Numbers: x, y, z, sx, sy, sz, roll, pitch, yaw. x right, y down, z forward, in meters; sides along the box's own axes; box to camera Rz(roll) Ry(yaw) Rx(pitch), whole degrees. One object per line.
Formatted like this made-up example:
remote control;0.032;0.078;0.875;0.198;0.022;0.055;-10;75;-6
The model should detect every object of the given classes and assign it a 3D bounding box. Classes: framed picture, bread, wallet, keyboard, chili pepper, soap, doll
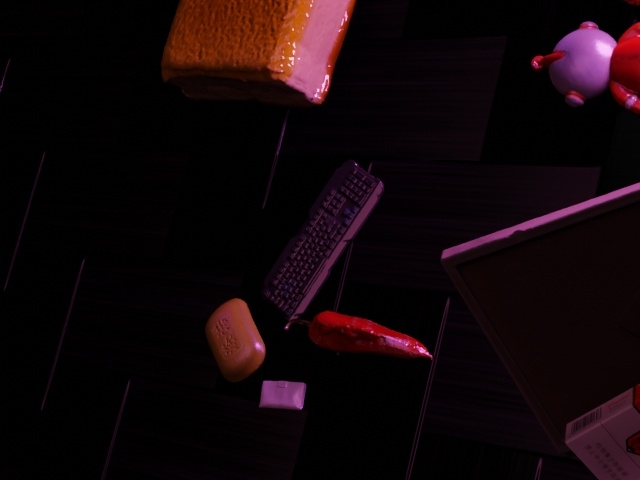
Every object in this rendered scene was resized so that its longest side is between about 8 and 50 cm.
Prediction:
framed picture;0.403;0.076;1.589;0.446;0.326;0.028;-20;24;31
bread;-0.094;-0.391;2.261;0.324;0.143;0.333;12;81;42
wallet;-0.059;0.236;2.072;0.083;0.011;0.044;-1;72;39
keyboard;0.000;0.000;2.114;0.106;0.016;0.262;40;99;41
chili pepper;0.049;0.140;1.998;0.268;0.050;0.059;11;64;40
soap;-0.136;0.157;2.143;0.089;0.045;0.140;-39;53;16
doll;0.400;-0.238;1.848;0.245;0.076;0.142;4;74;36

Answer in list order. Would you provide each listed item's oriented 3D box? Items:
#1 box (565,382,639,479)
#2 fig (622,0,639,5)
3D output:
box;0.387;0.233;1.646;0.152;0.100;0.048;-36;17;26
fig;0.436;-0.372;1.873;0.119;0.153;0.119;1;76;-4
